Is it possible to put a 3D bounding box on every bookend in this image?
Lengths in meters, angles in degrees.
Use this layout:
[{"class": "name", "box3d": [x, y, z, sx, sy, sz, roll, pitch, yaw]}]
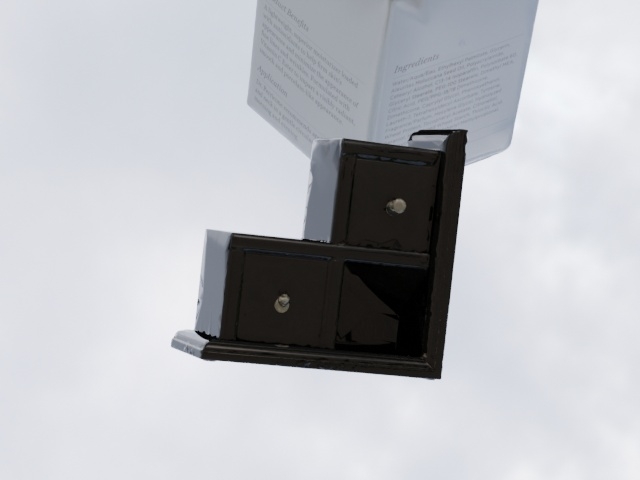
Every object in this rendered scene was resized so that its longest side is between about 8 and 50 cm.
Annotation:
[{"class": "bookend", "box3d": [0.000, 0.000, 1.226, 0.156, 0.072, 0.157, 7, -90, -19]}]

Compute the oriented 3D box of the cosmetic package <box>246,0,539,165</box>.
[{"class": "cosmetic package", "box3d": [0.053, -0.157, 1.461, 0.151, 0.183, 0.151, -20, -133, -31]}]
